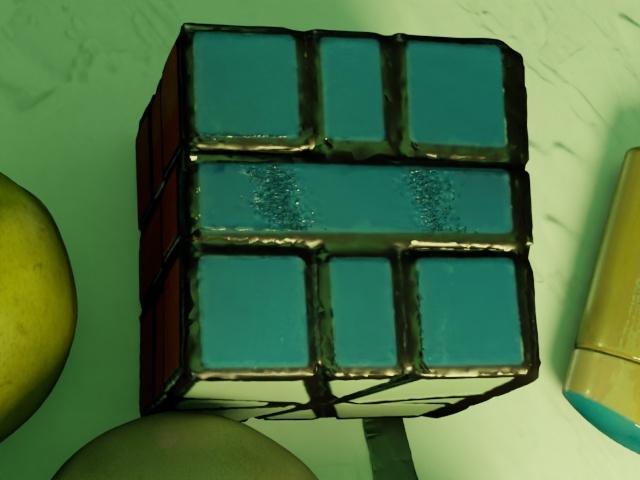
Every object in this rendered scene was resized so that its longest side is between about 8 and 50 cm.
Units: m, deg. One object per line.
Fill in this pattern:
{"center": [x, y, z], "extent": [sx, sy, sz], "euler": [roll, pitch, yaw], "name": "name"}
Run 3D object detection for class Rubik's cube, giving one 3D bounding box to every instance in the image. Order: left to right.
{"center": [0.000, 0.000, 1.266], "extent": [0.288, 0.293, 0.283], "euler": [1, 79, -16], "name": "Rubik's cube"}

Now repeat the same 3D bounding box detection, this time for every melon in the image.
{"center": [-0.102, 0.267, 1.169], "extent": [0.268, 0.330, 0.268], "euler": [-2, 102, -10], "name": "melon"}

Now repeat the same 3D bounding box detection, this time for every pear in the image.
{"center": [-0.325, 0.069, 1.177], "extent": [0.253, 0.253, 0.307], "euler": [45, 50, -2], "name": "pear"}

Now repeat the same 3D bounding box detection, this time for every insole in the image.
{"center": [0.066, 0.222, 1.382], "extent": [0.053, 0.002, 0.153], "euler": [-9, 80, -16], "name": "insole"}

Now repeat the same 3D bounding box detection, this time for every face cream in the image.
{"center": [0.320, 0.061, 1.451], "extent": [0.139, 0.067, 0.285], "euler": [20, 74, -7], "name": "face cream"}
